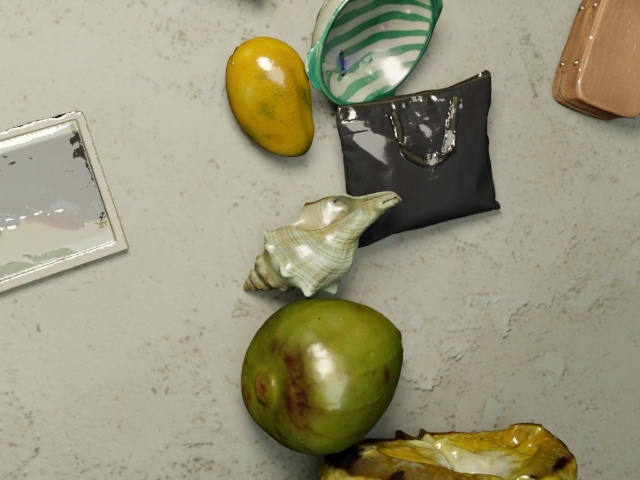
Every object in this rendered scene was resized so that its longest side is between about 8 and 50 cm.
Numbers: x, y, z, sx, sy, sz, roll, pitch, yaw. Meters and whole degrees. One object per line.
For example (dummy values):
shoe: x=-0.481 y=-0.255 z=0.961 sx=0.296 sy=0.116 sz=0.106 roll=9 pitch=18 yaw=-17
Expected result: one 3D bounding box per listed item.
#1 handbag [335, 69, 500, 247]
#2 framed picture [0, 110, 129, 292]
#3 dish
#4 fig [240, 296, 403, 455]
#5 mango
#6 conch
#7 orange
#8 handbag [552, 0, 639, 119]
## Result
handbag: x=0.142 y=-0.115 z=1.366 sx=0.254 sy=0.088 sz=0.211 roll=-15 pitch=111 yaw=-21
framed picture: x=-0.394 y=-0.036 z=1.212 sx=0.265 sy=0.018 sz=0.192 roll=-21 pitch=101 yaw=-17
dish: x=0.057 y=-0.270 z=1.308 sx=0.224 sy=0.078 sz=0.246 roll=-32 pitch=143 yaw=-19
fig: x=0.016 y=0.175 z=1.299 sx=0.225 sy=0.203 sz=0.203 roll=-14 pitch=100 yaw=-37
mango: x=-0.067 y=-0.186 z=1.276 sx=0.111 sy=0.089 sz=0.163 roll=2 pitch=114 yaw=15
conch: x=-0.002 y=0.008 z=1.314 sx=0.234 sy=0.137 sz=0.114 roll=-31 pitch=127 yaw=-5
orange: x=0.182 y=0.365 z=1.321 sx=0.368 sy=0.271 sz=0.210 roll=2 pitch=86 yaw=-25
handbag: x=0.446 y=-0.282 z=1.472 sx=0.151 sy=0.072 sz=0.193 roll=19 pitch=87 yaw=-21
